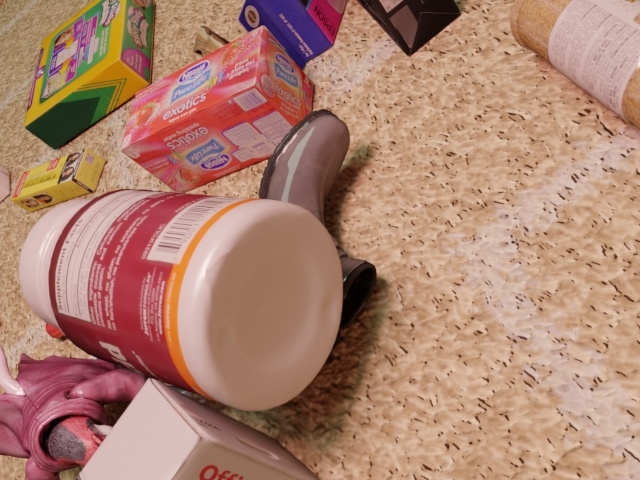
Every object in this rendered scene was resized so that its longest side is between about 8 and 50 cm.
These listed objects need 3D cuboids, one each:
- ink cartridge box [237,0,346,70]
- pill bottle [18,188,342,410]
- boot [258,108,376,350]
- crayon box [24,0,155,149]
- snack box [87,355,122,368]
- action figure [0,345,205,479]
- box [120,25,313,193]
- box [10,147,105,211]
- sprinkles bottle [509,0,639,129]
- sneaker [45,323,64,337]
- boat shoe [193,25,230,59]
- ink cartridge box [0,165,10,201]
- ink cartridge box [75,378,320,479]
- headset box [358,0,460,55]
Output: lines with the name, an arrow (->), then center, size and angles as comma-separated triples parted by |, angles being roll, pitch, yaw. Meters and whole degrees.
ink cartridge box -> -0.023, -0.475, 1.204 | 0.069, 0.176, 0.370 | -1, 60, 37
pill bottle -> -0.187, 0.053, 0.821 | 0.392, 0.224, 0.223 | 7, 66, 41
boot -> 0.000, 0.000, 0.914 | 0.223, 0.118, 0.338 | 29, 93, 43
crayon box -> -0.560, -0.442, 1.660 | 0.313, 0.106, 0.362 | -27, 48, 20
snack box -> -0.333, 0.186, 1.097 | 0.178, 0.022, 0.064 | -41, 43, 8
action figure -> -0.330, 0.213, 0.872 | 0.248, 0.276, 0.370 | -57, 22, -19
box -> -0.176, -0.214, 1.163 | 0.300, 0.154, 0.142 | -19, 51, 30
box -> -0.582, -0.132, 1.492 | 0.232, 0.058, 0.087 | -11, 56, 33
sprinkles bottle -> 0.354, -0.198, 0.750 | 0.121, 0.121, 0.355 | -39, 44, 10
sneaker -> -0.488, 0.059, 1.233 | 0.087, 0.128, 0.221 | -16, 52, 30
boat shoe -> -0.216, -0.383, 1.383 | 0.072, 0.068, 0.190 | -57, 33, 9
ink cartridge box -> -0.914, -0.114, 1.660 | 0.237, 0.172, 0.100 | -40, 44, 9
ink cartridge box -> -0.171, 0.335, 0.718 | 0.129, 0.223, 0.307 | 28, 80, 47
headset box -> 0.077, -0.466, 1.089 | 0.110, 0.218, 0.293 | -37, 44, 10
